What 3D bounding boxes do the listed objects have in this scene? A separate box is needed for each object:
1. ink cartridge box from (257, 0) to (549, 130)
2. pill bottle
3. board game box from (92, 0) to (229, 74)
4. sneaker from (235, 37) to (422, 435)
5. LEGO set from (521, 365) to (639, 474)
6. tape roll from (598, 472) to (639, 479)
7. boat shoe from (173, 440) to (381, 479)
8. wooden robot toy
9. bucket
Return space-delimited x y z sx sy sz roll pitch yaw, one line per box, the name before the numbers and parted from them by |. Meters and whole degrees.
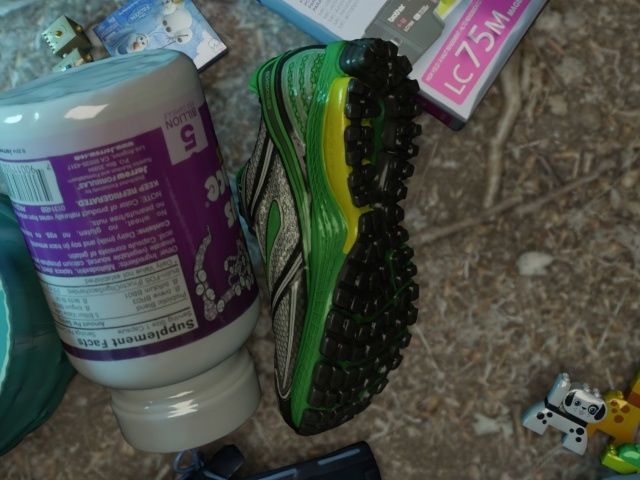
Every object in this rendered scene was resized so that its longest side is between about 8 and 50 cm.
ink cartridge box | 0.049 -0.260 0.907 0.311 0.065 0.186 34 88 4
pill bottle | -0.143 0.012 0.814 0.169 0.169 0.301 -14 111 1
board game box | -0.147 -0.184 0.927 0.090 0.020 0.090 -37 88 0
sneaker | 0.000 0.000 0.881 0.146 0.134 0.343 7 95 38
LEGO set | 0.295 0.157 0.864 0.227 0.087 0.093 26 104 2
tape roll | 0.277 0.303 0.827 0.219 0.072 0.219 4 109 13
boat shoe | -0.076 0.219 0.880 0.258 0.109 0.089 -2 80 -15
wooden robot toy | -0.211 -0.113 0.904 0.079 0.076 0.173 -36 87 11
bucket | -0.347 0.073 0.839 0.281 0.183 0.281 0 87 0
